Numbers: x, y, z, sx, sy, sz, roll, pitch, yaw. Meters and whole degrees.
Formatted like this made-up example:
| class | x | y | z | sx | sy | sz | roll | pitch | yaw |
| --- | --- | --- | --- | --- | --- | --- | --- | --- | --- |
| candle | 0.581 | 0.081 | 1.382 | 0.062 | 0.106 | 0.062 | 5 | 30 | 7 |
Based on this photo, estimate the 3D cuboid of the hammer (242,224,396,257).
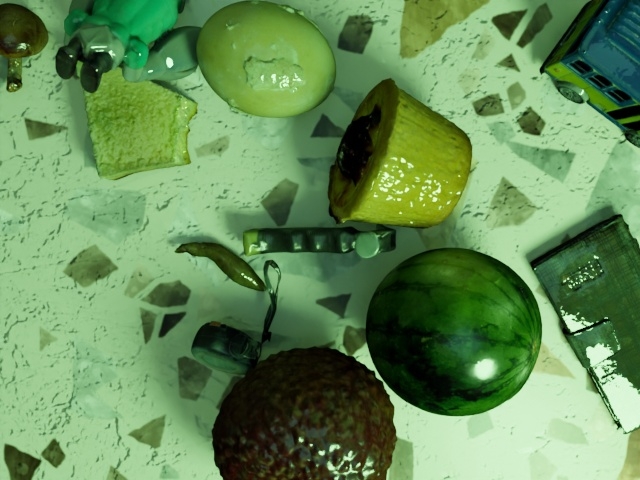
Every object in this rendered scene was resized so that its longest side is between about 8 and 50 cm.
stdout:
| class | x | y | z | sx | sy | sz | roll | pitch | yaw |
| --- | --- | --- | --- | --- | --- | --- | --- | --- | --- |
| hammer | 0.000 | 0.000 | 0.966 | 0.226 | 0.159 | 0.041 | -1 | 94 | 18 |

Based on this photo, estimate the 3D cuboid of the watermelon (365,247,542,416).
| class | x | y | z | sx | sy | sz | roll | pitch | yaw |
| --- | --- | --- | --- | --- | --- | --- | --- | --- | --- |
| watermelon | 0.185 | 0.127 | 0.917 | 0.242 | 0.242 | 0.242 | 0 | 95 | -2 |

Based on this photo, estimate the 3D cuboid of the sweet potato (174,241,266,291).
| class | x | y | z | sx | sy | sz | roll | pitch | yaw |
| --- | --- | --- | --- | --- | --- | --- | --- | --- | --- |
| sweet potato | -0.148 | 0.034 | 1.000 | 0.153 | 0.038 | 0.041 | 28 | 71 | -2 |

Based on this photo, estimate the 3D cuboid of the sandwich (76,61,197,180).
| class | x | y | z | sx | sy | sz | roll | pitch | yaw |
| --- | --- | --- | --- | --- | --- | --- | --- | --- | --- |
| sandwich | -0.268 | -0.199 | 0.969 | 0.162 | 0.058 | 0.193 | -12 | 93 | -3 |

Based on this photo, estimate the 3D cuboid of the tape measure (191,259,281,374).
| class | x | y | z | sx | sy | sz | roll | pitch | yaw |
| --- | --- | --- | --- | --- | --- | --- | --- | --- | --- |
| tape measure | -0.124 | 0.114 | 0.993 | 0.107 | 0.104 | 0.180 | 15 | 78 | 8 |

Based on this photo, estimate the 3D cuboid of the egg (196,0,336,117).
| class | x | y | z | sx | sy | sz | roll | pitch | yaw |
| --- | --- | --- | --- | --- | --- | --- | --- | --- | --- |
| egg | -0.076 | -0.253 | 0.920 | 0.201 | 0.164 | 0.164 | 14 | 94 | -13 |

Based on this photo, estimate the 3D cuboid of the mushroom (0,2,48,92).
| class | x | y | z | sx | sy | sz | roll | pitch | yaw |
| --- | --- | --- | --- | --- | --- | --- | --- | --- | --- |
| mushroom | -0.445 | -0.283 | 0.949 | 0.088 | 0.073 | 0.129 | -3 | 98 | -32 |

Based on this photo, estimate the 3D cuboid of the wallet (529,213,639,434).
| class | x | y | z | sx | sy | sz | roll | pitch | yaw |
| --- | --- | --- | --- | --- | --- | --- | --- | --- | --- |
| wallet | 0.474 | 0.135 | 1.022 | 0.169 | 0.044 | 0.317 | -29 | 94 | 2 |

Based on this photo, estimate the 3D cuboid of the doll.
| class | x | y | z | sx | sy | sz | roll | pitch | yaw |
| --- | --- | --- | --- | --- | --- | --- | --- | --- | --- |
| doll | -0.282 | -0.300 | 0.902 | 0.258 | 0.153 | 0.195 | -33 | 80 | -40 |

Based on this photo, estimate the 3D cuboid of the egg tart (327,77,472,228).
| class | x | y | z | sx | sy | sz | roll | pitch | yaw |
| --- | --- | --- | --- | --- | --- | --- | --- | --- | --- |
| egg tart | 0.107 | -0.108 | 0.920 | 0.171 | 0.215 | 0.215 | 19 | 94 | -14 |

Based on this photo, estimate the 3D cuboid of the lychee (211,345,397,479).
| class | x | y | z | sx | sy | sz | roll | pitch | yaw |
| --- | --- | --- | --- | --- | --- | --- | --- | --- | --- |
| lychee | -0.024 | 0.278 | 0.927 | 0.260 | 0.260 | 0.261 | 0 | 95 | -2 |

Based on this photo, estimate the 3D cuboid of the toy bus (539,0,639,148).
| class | x | y | z | sx | sy | sz | roll | pitch | yaw |
| --- | --- | --- | --- | --- | --- | --- | --- | --- | --- |
| toy bus | 0.484 | -0.226 | 0.928 | 0.287 | 0.175 | 0.138 | 35 | 92 | -4 |
